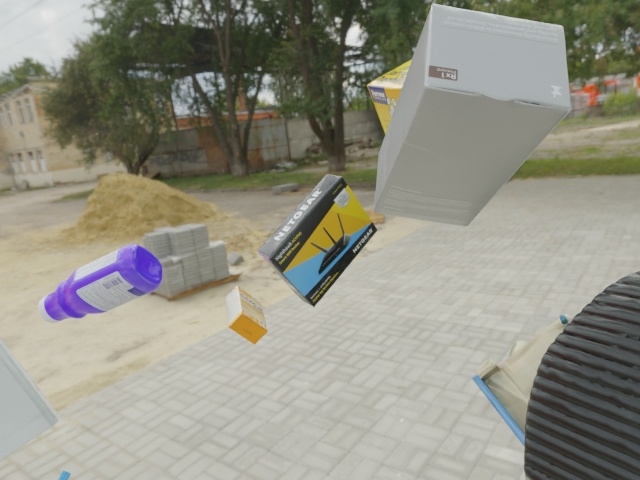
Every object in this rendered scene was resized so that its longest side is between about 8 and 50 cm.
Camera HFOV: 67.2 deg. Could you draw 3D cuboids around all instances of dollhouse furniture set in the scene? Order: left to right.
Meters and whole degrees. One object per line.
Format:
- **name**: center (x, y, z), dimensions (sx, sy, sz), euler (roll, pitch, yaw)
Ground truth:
- **dollhouse furniture set**: center (0.455, 0.252, 0.761), dimensions (0.286, 0.198, 0.303), euler (-42, 43, 6)

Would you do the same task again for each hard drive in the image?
- **hard drive**: center (-0.619, 0.239, 0.796), dimensions (0.203, 0.308, 0.040), euler (-33, 13, -16)

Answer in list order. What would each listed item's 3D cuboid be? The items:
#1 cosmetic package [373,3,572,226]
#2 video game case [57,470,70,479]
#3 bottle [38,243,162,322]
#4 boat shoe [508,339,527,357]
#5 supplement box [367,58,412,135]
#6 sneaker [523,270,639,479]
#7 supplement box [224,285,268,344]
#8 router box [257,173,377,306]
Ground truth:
- **cosmetic package**: center (0.139, -0.111, 0.506), dimensions (0.127, 0.107, 0.238), euler (10, -26, -3)
- **video game case**: center (-0.395, 0.409, 0.647), dimensions (0.015, 0.119, 0.166), euler (29, -1, -12)
- **bottle**: center (-0.496, 0.106, 1.073), dimensions (0.282, 0.118, 0.092), euler (-24, 48, 14)
- **boat shoe**: center (0.359, 0.250, 0.883), dimensions (0.133, 0.042, 0.049), euler (-56, 14, -22)
- **supplement box**: center (0.301, -0.285, 1.270), dimensions (0.195, 0.357, 0.194), euler (-31, 27, -8)
- **sneaker**: center (0.227, 0.181, 0.367), dimensions (0.122, 0.331, 0.146), euler (21, 5, 43)
- **supplement box**: center (-0.131, 0.129, 0.847), dimensions (0.036, 0.062, 0.098), euler (-46, 27, 7)
- **router box**: center (0.000, 0.000, 0.796), dimensions (0.179, 0.133, 0.046), euler (-50, 36, -15)
